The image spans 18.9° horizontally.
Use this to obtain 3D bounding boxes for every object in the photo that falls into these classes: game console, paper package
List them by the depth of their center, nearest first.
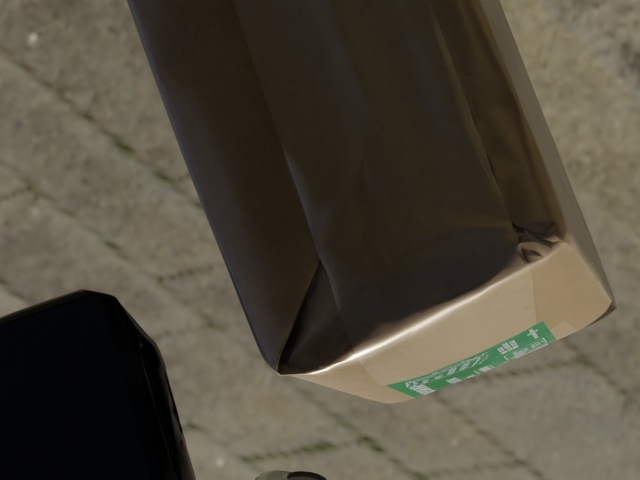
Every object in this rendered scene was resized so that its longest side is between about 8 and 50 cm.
[{"bbox_3d":[-0.148,0.221,1.041,0.213,0.361,0.044,-20,172,17],"label":"game console"},{"bbox_3d":[0.028,-0.078,1.064,0.168,0.309,0.325,-21,169,8],"label":"paper package"}]

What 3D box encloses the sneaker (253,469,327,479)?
[{"bbox_3d":[-0.063,0.229,0.839,0.129,0.111,0.297,16,110,-8],"label":"sneaker"}]
